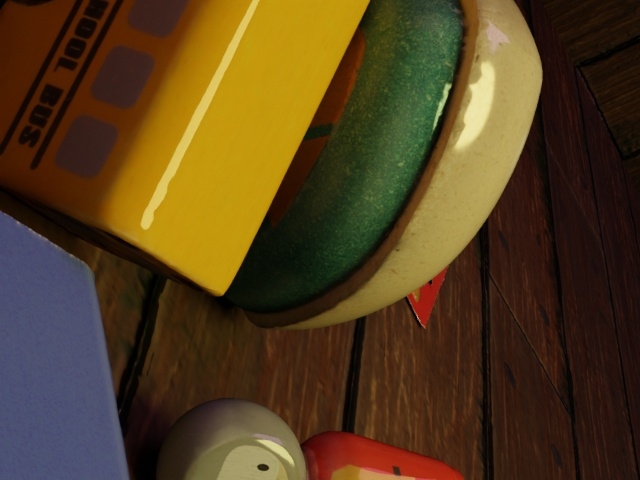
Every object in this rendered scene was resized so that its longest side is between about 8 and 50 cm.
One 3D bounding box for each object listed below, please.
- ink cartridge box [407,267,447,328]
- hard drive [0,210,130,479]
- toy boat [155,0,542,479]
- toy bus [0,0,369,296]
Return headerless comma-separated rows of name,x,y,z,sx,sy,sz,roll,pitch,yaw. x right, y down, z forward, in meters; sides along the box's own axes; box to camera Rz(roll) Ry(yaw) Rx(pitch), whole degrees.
ink cartridge box,0.065,-0.062,1.320,0.224,0.056,0.181,61,18,-9
hard drive,-0.119,0.119,0.536,0.210,0.040,0.318,39,32,-56
toy boat,0.000,0.000,0.813,0.148,0.267,0.318,14,61,-23
toy bus,-0.038,-0.154,0.744,0.332,0.130,0.108,-64,148,-8
